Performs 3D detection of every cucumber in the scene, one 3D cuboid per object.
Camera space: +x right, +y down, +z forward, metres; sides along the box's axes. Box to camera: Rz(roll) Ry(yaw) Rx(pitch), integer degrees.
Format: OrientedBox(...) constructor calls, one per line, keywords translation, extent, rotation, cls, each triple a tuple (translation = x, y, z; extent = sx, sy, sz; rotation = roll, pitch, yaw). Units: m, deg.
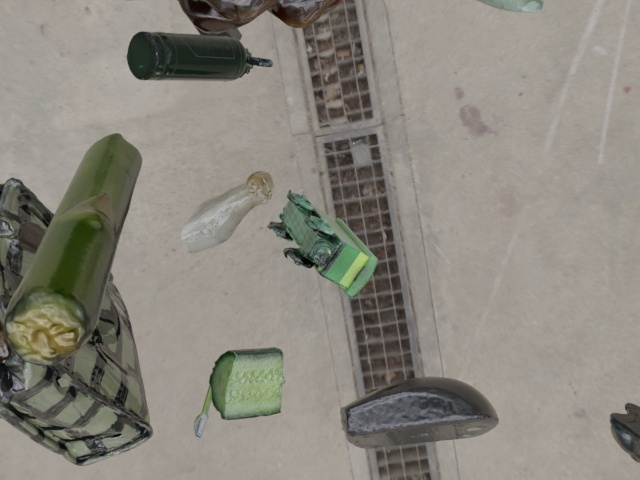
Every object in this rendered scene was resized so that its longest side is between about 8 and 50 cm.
OrientedBox(translation=(-0.116, 0.225, 1.090), extent=(0.115, 0.062, 0.116), rotation=(1, 103, -39), cls="cucumber")

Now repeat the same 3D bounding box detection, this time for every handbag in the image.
OrientedBox(translation=(-0.390, 0.122, 0.967), extent=(0.162, 0.327, 0.325), rotation=(-23, 55, -5), cls="handbag")

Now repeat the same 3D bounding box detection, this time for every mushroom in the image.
OrientedBox(translation=(-0.183, -0.055, 1.345), extent=(0.225, 0.116, 0.093), rotation=(-29, 93, 13), cls="mushroom")

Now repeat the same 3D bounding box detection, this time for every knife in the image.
OrientedBox(translation=(-0.236, 0.341, 1.375), extent=(0.026, 0.022, 0.184), rotation=(23, 115, 5), cls="knife")

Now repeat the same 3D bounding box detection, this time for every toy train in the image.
OrientedBox(translation=(0.000, 0.000, 1.562), extent=(0.202, 0.301, 0.120), rotation=(31, 100, -26), cls="toy train")

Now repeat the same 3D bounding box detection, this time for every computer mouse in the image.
OrientedBox(translation=(0.168, 0.293, 1.165), extent=(0.269, 0.170, 0.100), rotation=(-8, 60, 8), cls="computer mouse")

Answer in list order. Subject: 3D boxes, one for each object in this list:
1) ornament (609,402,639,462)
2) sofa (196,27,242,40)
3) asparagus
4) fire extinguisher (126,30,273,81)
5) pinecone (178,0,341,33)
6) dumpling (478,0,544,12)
OrientedBox(translation=(0.535, 0.403, 1.060), extent=(0.080, 0.202, 0.236), rotation=(-17, 113, -21), cls="ornament")
OrientedBox(translation=(-0.283, -0.579, 1.779), extent=(0.085, 0.060, 0.147), rotation=(-13, 136, 29), cls="sofa")
OrientedBox(translation=(-0.192, -0.009, 0.547), extent=(0.060, 0.278, 0.067), rotation=(9, 118, -12), cls="asparagus")
OrientedBox(translation=(-0.240, -0.378, 1.395), extent=(0.114, 0.311, 0.095), rotation=(18, 112, 34), cls="fire extinguisher")
OrientedBox(translation=(-0.059, -0.360, 0.499), extent=(0.397, 0.398, 0.398), rotation=(0, 98, 3), cls="pinecone")
OrientedBox(translation=(0.318, -0.489, 1.176), extent=(0.216, 0.105, 0.149), rotation=(36, 114, 38), cls="dumpling")
